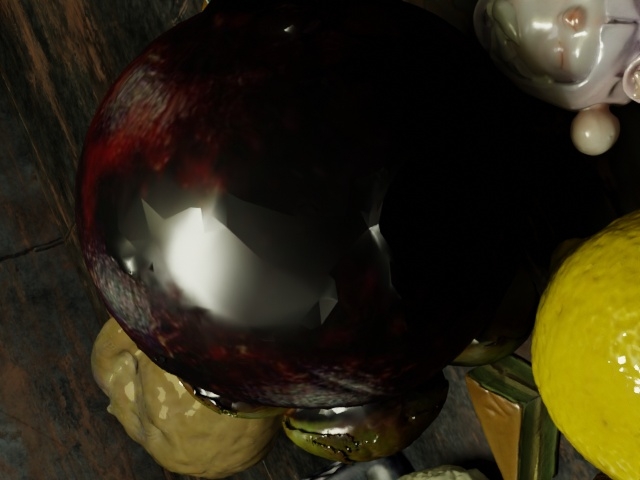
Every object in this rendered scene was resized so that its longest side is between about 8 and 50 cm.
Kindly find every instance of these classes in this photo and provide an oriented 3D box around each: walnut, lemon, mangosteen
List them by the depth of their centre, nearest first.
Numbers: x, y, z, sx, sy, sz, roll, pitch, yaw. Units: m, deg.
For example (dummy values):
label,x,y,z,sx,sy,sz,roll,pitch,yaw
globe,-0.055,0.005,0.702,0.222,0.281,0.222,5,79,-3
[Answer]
label,x,y,z,sx,sy,sz,roll,pitch,yaw
lemon,0.277,0.082,0.634,0.253,0.228,0.228,29,132,53
mangosteen,0.009,-0.009,0.724,0.421,0.381,0.381,58,152,-12
walnut,-0.165,0.172,1.322,0.383,0.384,0.383,37,137,43

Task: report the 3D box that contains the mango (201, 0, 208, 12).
label,x,y,z,sx,sy,sz,roll,pitch,yaw
mango,-0.121,-0.308,1.175,0.159,0.084,0.105,45,137,35

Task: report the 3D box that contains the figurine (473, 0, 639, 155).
label,x,y,z,sx,sy,sz,roll,pitch,yaw
figurine,0.241,-0.163,0.635,0.276,0.133,0.200,18,112,48

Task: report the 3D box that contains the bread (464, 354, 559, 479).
label,x,y,z,sx,sy,sz,roll,pitch,yaw
bread,0.217,0.211,0.965,0.084,0.074,0.139,29,134,48

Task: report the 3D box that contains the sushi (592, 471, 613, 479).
label,x,y,z,sx,sy,sz,roll,pitch,yaw
sushi,0.306,0.287,0.888,0.055,0.052,0.120,27,131,49

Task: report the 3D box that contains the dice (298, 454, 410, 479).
label,x,y,z,sx,sy,sz,roll,pitch,yaw
dice,0.050,0.424,1.263,0.182,0.181,0.183,64,152,7

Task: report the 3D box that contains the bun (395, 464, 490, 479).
label,x,y,z,sx,sy,sz,roll,pitch,yaw
bun,0.171,0.371,1.080,0.220,0.134,0.220,18,135,20

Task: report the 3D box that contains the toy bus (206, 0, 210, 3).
label,x,y,z,sx,sy,sz,roll,pitch,yaw
toy bus,-0.115,-0.401,1.061,0.271,0.133,0.165,62,155,16
